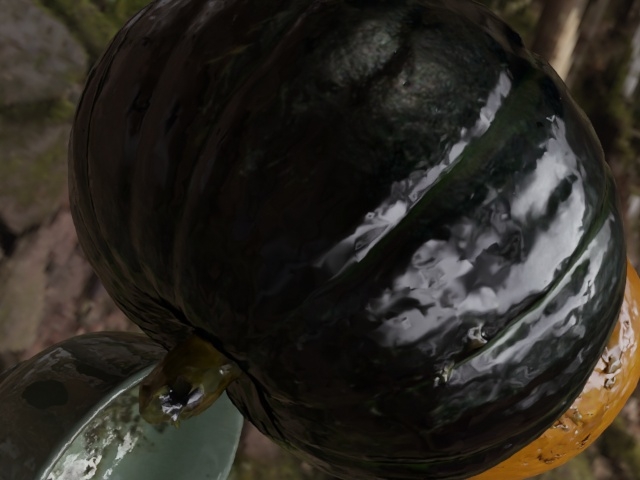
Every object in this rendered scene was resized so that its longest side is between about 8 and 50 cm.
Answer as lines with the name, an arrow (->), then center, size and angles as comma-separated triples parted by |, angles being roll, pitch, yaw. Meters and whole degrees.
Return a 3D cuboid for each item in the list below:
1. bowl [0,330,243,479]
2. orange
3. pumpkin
bowl -> -0.209, 0.185, 1.255 | 0.289, 0.146, 0.289 | -42, 148, -34
orange -> 0.126, 0.067, 1.184 | 0.246, 0.246, 0.246 | -45, 151, -34
pumpkin -> 0.000, 0.000, 0.647 | 0.216, 0.250, 0.250 | -43, 151, -18
